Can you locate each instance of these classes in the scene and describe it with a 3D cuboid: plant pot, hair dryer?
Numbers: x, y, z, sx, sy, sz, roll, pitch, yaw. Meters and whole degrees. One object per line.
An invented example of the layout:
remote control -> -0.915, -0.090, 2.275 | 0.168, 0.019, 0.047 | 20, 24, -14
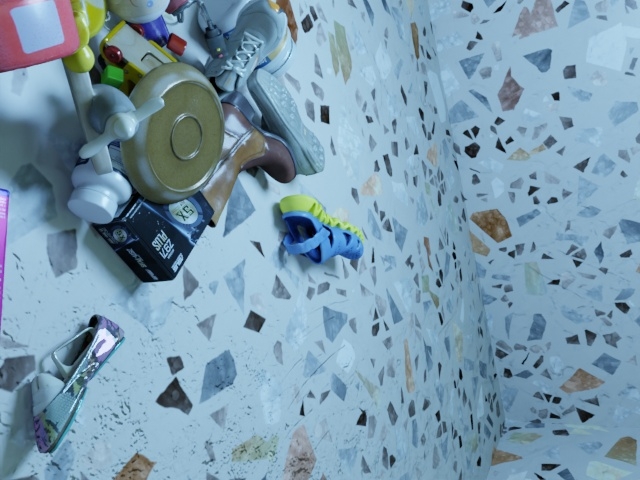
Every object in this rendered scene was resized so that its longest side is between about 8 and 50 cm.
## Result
plant pot -> -0.230, -0.173, 0.967 | 0.236, 0.032, 0.236 | -37, 134, -51
hair dryer -> -0.287, -0.457, 1.026 | 0.080, 0.223, 0.293 | -40, 151, -7

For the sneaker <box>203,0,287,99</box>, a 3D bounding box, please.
sneaker -> -0.156, -0.355, 1.145 | 0.099, 0.262, 0.121 | 28, 52, -22

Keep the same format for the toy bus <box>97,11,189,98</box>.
toy bus -> -0.314, -0.284, 1.002 | 0.191, 0.104, 0.202 | -6, 67, -48

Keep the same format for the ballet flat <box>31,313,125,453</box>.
ballet flat -> -0.369, 0.199, 0.855 | 0.079, 0.077, 0.221 | 45, 39, -22

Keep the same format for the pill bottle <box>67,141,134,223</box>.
pill bottle -> -0.341, -0.116, 0.937 | 0.094, 0.094, 0.169 | 46, 46, -46

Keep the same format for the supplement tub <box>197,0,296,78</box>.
supplement tub -> -0.155, -0.458, 1.279 | 0.200, 0.144, 0.144 | 38, 52, -51

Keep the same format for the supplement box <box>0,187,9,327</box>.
supplement box -> -0.456, 0.042, 0.686 | 0.114, 0.111, 0.219 | 17, 70, -59

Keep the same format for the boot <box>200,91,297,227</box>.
boot -> -0.170, -0.141, 1.238 | 0.264, 0.096, 0.280 | 56, 40, -39

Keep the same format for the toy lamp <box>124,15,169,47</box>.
toy lamp -> -0.356, -0.453, 0.998 | 0.274, 0.080, 0.080 | 58, 38, -37

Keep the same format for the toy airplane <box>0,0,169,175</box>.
toy airplane -> -0.324, -0.311, 0.733 | 0.386, 0.273, 0.384 | 104, -21, -77

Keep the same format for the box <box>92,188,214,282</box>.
box -> -0.287, -0.040, 1.030 | 0.147, 0.078, 0.180 | 60, 37, -35

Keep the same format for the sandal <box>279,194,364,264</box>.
sandal -> 0.000, 0.000, 1.491 | 0.317, 0.126, 0.138 | 27, 65, -46

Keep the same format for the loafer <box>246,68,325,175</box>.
loafer -> -0.095, -0.262, 1.371 | 0.319, 0.112, 0.112 | 55, 29, -44
